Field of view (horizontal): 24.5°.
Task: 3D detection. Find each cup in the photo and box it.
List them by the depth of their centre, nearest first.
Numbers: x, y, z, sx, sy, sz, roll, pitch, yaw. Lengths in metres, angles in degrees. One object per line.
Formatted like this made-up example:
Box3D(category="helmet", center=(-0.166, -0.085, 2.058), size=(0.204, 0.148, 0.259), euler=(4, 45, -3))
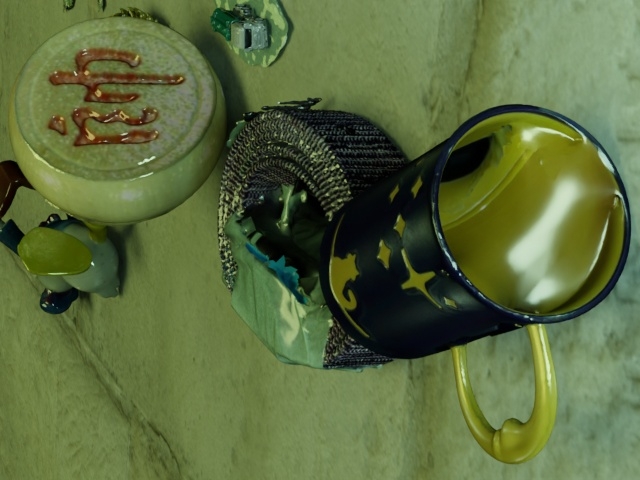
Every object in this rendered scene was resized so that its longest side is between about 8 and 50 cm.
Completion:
Box3D(category="cup", center=(0.108, 0.043, 1.240), size=(0.256, 0.178, 0.255), euler=(-31, 41, 63))

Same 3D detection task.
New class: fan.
Box3D(category="fan", center=(-0.091, -0.280, 1.769), size=(0.240, 0.009, 0.131), euler=(48, 137, 48))

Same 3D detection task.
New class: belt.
Box3D(category="belt", center=(0.000, 0.000, 1.543), size=(0.325, 0.122, 0.260), euler=(45, 127, 47))

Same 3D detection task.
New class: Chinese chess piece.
Box3D(category="Chinese chess piece", center=(-0.250, -0.149, 1.827), size=(0.112, 0.270, 0.270), euler=(92, 159, -61))

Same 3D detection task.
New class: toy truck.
Box3D(category="toy truck", center=(-0.096, -0.249, 1.731), size=(0.083, 0.044, 0.039), euler=(42, 138, 53))

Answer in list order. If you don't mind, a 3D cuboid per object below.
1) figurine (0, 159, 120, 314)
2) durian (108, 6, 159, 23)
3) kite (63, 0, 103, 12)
Box3D(category="figurine", center=(-0.434, 0.010, 2.317), size=(0.283, 0.204, 0.338), euler=(43, 152, 17))
Box3D(category="durian", center=(-0.285, -0.217, 2.022), size=(0.237, 0.137, 0.193), euler=(66, 148, 31))
Box3D(category="kite", center=(-0.365, -0.468, 2.256), size=(0.323, 0.013, 0.268), euler=(127, 132, -56))
